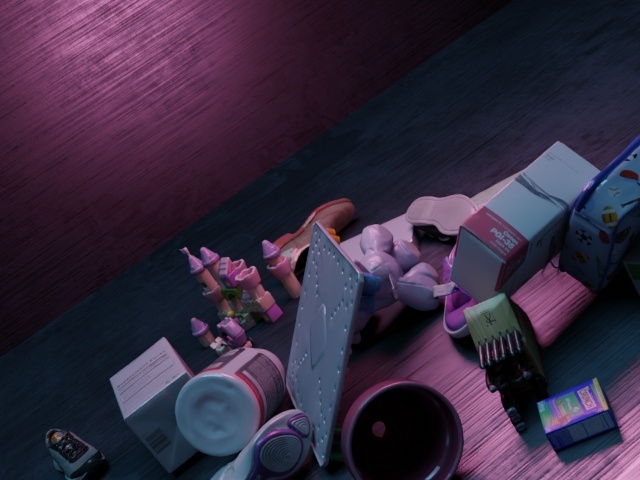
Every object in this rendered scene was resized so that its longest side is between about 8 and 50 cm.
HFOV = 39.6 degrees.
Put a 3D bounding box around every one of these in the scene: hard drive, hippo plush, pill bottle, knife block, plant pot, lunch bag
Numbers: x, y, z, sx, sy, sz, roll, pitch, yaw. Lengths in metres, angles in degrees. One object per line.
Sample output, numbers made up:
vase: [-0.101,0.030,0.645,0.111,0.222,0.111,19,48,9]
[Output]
hard drive: [0.132,0.027,2.465,0.308,0.040,0.203,-25,20,20]
hippo plush: [0.126,0.137,2.047,0.236,0.234,0.294,-53,4,25]
pill bottle: [-0.176,0.330,1.911,0.176,0.176,0.318,-27,0,14]
knife block: [0.353,0.228,1.606,0.088,0.242,0.276,-25,-25,16]
plant pot: [0.123,0.333,1.532,0.201,0.201,0.180,-36,5,-10]
lunch bag: [0.563,-0.050,1.664,0.115,0.303,0.243,39,67,24]

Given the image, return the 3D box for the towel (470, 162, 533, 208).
towel: [0.492,-0.095,2.217,0.248,0.038,0.325,-29,20,10]

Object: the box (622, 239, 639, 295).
box: [0.625,0.041,1.604,0.102,0.087,0.101,-42,22,-25]

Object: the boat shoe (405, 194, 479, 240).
boat shoe: [0.335,-0.054,2.269,0.114,0.091,0.302,-59,26,-3]

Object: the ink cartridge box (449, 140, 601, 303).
ink cartridge box: [0.389,-0.025,1.689,0.283,0.207,0.117,-38,64,-20]

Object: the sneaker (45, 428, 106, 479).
sneaker: [-0.641,0.548,2.276,0.100,0.108,0.272,-41,22,-29]

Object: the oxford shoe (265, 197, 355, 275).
oxford shoe: [0.000,0.000,2.675,0.130,0.123,0.348,28,57,38]

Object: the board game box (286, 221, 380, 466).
board game box: [0.016,0.196,1.810,0.050,0.389,0.390,6,14,-15]

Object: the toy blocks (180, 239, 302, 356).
toy blocks: [-0.265,0.129,2.488,0.289,0.260,0.309,-7,31,50]

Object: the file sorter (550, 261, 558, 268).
file sorter: [0.470,-0.003,1.911,0.170,0.118,0.104,-10,33,48]

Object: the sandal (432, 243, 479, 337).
sandal: [0.295,0.081,1.919,0.169,0.102,0.416,-55,7,20]

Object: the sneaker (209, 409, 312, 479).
sneaker: [-0.143,0.444,1.728,0.305,0.114,0.152,-47,20,-19]

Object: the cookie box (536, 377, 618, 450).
cookie box: [0.410,0.278,1.426,0.107,0.040,0.092,-26,19,14]

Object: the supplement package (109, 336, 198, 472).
supplement package: [-0.364,0.381,2.099,0.175,0.177,0.293,-38,19,-10]
